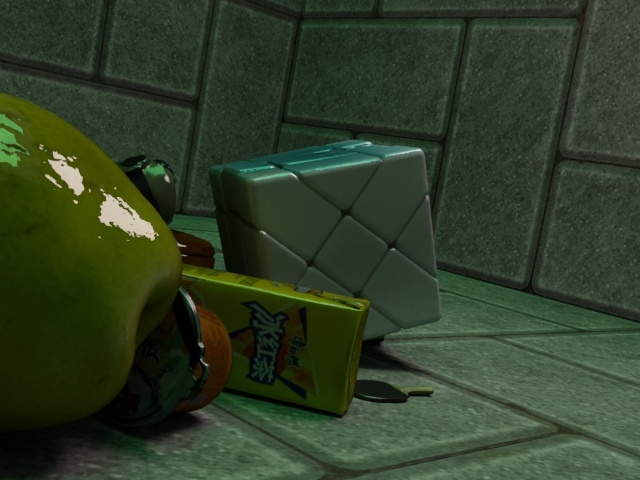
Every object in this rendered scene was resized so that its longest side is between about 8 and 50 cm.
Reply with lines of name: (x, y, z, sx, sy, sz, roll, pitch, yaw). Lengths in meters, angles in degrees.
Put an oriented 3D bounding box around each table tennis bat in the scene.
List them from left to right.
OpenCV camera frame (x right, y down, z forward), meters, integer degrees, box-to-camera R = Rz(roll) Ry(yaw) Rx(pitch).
table tennis bat: (0.108, 0.231, 1.280, 0.157, 0.013, 0.087, 6, 6, -29)

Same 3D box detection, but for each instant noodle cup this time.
instant noodle cup: (-0.184, 0.136, 0.994, 0.208, 0.177, 0.125, 35, 4, 31)

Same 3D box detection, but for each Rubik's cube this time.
Rubik's cube: (0.000, 0.000, 1.511, 0.322, 0.318, 0.316, -12, 13, -17)

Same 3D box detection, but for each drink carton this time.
drink carton: (-0.116, 0.128, 1.181, 0.352, 0.154, 0.111, 11, 5, 10)

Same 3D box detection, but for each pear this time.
pear: (-0.361, 0.021, 0.836, 0.419, 0.362, 0.362, 22, 4, -4)

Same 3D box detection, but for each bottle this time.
bottle: (-0.461, -0.058, 1.714, 0.347, 0.168, 0.168, -24, 14, -12)

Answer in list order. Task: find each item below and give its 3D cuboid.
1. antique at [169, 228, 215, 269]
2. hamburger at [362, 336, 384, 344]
antique: (-0.374, 0.032, 1.871, 0.278, 0.128, 0.223, 12, 6, 22)
hamburger: (0.069, 0.166, 1.644, 0.133, 0.062, 0.140, 1, 12, -33)
